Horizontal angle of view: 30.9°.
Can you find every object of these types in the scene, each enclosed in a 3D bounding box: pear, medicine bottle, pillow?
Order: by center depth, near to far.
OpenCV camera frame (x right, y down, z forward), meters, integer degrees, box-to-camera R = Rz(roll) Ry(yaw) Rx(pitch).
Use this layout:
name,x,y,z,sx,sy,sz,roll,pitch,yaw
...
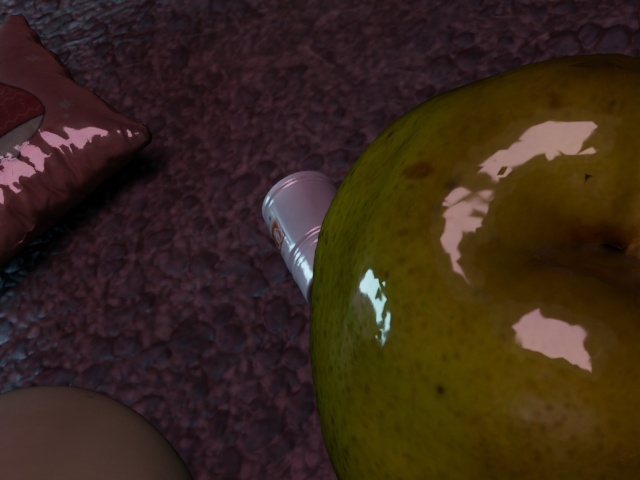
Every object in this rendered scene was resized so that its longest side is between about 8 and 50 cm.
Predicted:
name,x,y,z,sx,sy,sz,roll,pitch,yaw
pear,0.128,0.055,0.540,0.294,0.294,0.294,-12,52,16
medicine bottle,0.000,0.000,0.780,0.057,0.057,0.089,-31,49,1
pillow,-0.275,-0.062,0.936,0.236,0.084,0.223,-46,52,-9

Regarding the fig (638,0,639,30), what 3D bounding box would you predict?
name,x,y,z,sx,sy,sz,roll,pitch,yaw
fig,0.267,-0.171,0.742,0.128,0.150,0.128,-2,18,1

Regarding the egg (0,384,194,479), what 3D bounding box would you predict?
name,x,y,z,sx,sy,sz,roll,pitch,yaw
egg,-0.162,0.207,0.599,0.219,0.219,0.269,9,56,30
